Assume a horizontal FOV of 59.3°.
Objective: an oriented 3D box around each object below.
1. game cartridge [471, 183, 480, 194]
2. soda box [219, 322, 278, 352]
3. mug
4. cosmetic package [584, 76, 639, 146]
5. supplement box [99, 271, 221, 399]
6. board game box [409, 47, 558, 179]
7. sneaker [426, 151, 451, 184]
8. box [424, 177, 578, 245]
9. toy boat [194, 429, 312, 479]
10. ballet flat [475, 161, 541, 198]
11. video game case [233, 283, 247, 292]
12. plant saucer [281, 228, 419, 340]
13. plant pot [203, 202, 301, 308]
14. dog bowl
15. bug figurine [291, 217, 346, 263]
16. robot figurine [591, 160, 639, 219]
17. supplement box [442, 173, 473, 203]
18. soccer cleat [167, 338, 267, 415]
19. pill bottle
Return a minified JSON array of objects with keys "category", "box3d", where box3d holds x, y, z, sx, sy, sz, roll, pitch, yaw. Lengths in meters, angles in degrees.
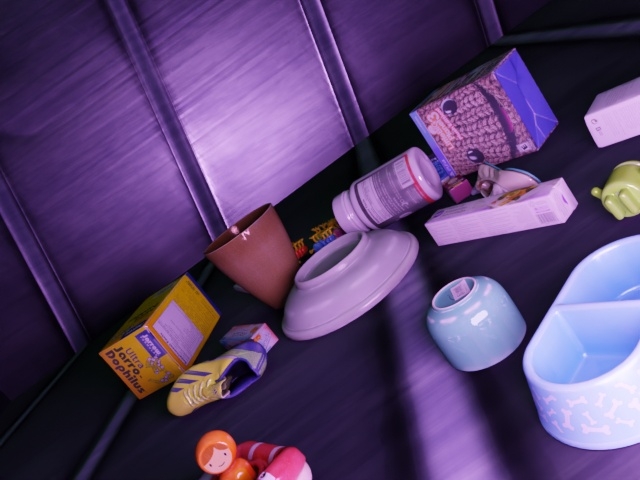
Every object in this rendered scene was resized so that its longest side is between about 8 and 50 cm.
[{"category":"game cartridge","box3d":[0.414,-0.145,1.402,0.056,0.017,0.083,-25,17,50]},{"category":"soda box","box3d":[-0.186,0.256,1.441,0.063,0.058,0.183,-45,16,-32]},{"category":"mug","box3d":[0.215,0.116,0.848,0.129,0.097,0.158,-45,17,-32]},{"category":"cosmetic package","box3d":[0.659,-0.277,1.107,0.231,0.085,0.117,-17,24,49]},{"category":"supplement box","box3d":[-0.491,0.290,1.782,0.195,0.194,0.356,-31,14,19]},{"category":"board game box","box3d":[0.431,-0.327,1.506,0.141,0.232,0.291,-45,16,-32]},{"category":"sneaker","box3d":[0.343,-0.217,1.661,0.058,0.084,0.152,-29,16,26]},{"category":"box","box3d":[0.352,-0.051,1.140,0.063,0.067,0.324,-43,15,-30]},{"category":"toy boat","box3d":[-0.123,0.340,0.819,0.231,0.151,0.151,-19,23,51]},{"category":"ballet flat","box3d":[0.403,-0.118,1.241,0.086,0.086,0.248,-35,12,4]},{"category":"video game case","box3d":[-0.200,0.112,2.016,0.206,0.026,0.227,-41,14,-20]},{"category":"plant saucer","box3d":[0.048,0.076,1.385,0.400,0.100,0.400,-33,15,10]},{"category":"plant pot","box3d":[-0.163,0.065,1.606,0.237,0.254,0.237,-33,14,9]},{"category":"dog bowl","box3d":[0.342,0.099,0.652,0.297,0.074,0.166,-44,16,-31]},{"category":"bug figurine","box3d":[0.000,0.000,1.808,0.216,0.072,0.279,-37,8,-29]},{"category":"robot figurine","box3d":[0.492,-0.083,0.900,0.115,0.067,0.101,-46,5,-36]},{"category":"supplement box","box3d":[0.354,-0.134,1.451,0.055,0.043,0.083,-33,15,7]},{"category":"soccer cleat","box3d":[-0.247,0.329,1.287,0.289,0.093,0.121,-33,21,14]},{"category":"pill bottle","box3d":[0.186,-0.128,1.593,0.283,0.161,0.161,-29,16,29]}]
